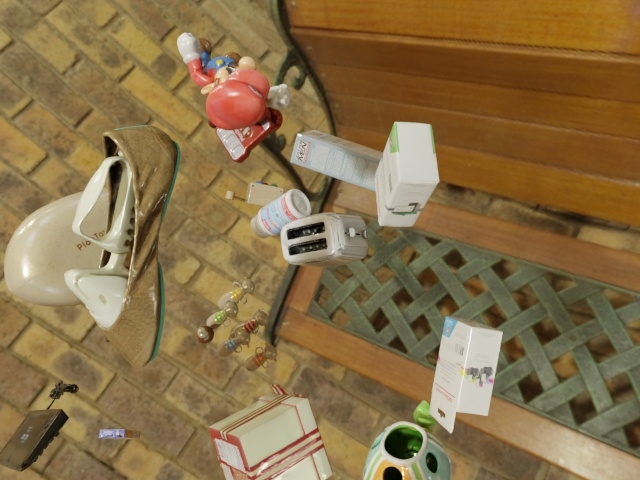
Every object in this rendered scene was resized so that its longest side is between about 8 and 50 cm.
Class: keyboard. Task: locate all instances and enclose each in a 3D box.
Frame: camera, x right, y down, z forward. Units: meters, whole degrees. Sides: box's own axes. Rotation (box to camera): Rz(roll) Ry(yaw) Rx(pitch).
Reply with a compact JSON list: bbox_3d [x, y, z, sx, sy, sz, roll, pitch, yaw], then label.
[{"bbox_3d":[-0.592,0.387,1.086,0.033,0.201,0.317,42,143,-22],"label":"keyboard"}]

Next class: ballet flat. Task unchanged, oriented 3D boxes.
[{"bbox_3d":[-0.275,0.009,0.693,0.116,0.342,0.124,12,-175,40],"label":"ballet flat"}]

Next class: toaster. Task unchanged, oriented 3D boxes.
[{"bbox_3d":[0.000,0.000,1.287,0.227,0.129,0.146,-10,171,29],"label":"toaster"}]

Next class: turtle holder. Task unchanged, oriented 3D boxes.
[{"bbox_3d":[0.260,0.611,1.398,0.243,0.320,0.227,28,134,51],"label":"turtle holder"}]

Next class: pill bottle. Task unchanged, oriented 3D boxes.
[{"bbox_3d":[-0.108,-0.066,1.346,0.160,0.087,0.087,-29,120,34],"label":"pill bottle"}]

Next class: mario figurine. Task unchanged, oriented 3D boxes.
[{"bbox_3d":[-0.183,-0.363,1.091,0.320,0.198,0.170,-124,19,-47],"label":"mario figurine"}]

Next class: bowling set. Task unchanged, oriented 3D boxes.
[{"bbox_3d":[-0.256,0.268,1.534,0.154,0.200,0.287,-35,76,27],"label":"bowling set"}]

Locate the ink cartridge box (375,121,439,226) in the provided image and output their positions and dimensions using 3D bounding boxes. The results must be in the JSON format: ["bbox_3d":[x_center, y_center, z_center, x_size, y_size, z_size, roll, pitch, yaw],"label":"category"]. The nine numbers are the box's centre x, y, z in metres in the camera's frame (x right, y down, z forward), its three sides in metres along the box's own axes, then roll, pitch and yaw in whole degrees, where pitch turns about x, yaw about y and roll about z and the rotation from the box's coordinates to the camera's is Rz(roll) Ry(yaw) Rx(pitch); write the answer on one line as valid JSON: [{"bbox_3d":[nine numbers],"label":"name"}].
[{"bbox_3d":[0.198,-0.149,1.210,0.093,0.160,0.219,1,155,-5],"label":"ink cartridge box"}]

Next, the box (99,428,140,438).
[{"bbox_3d":[-0.639,0.617,1.619,0.081,0.028,0.136,-3,154,5],"label":"box"}]

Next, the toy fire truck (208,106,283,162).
[{"bbox_3d":[-0.316,-0.486,1.978,0.302,0.254,0.169,55,-165,15],"label":"toy fire truck"}]

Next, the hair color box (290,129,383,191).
[{"bbox_3d":[0.104,-0.284,1.825,0.375,0.185,0.113,21,111,11],"label":"hair color box"}]

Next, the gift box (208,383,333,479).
[{"bbox_3d":[-0.143,0.569,1.440,0.276,0.258,0.255,-9,98,56],"label":"gift box"}]

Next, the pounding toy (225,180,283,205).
[{"bbox_3d":[-0.264,-0.189,2.007,0.206,0.094,0.181,10,-177,-14],"label":"pounding toy"}]

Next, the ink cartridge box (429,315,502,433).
[{"bbox_3d":[0.250,0.233,0.888,0.062,0.181,0.104,11,180,-10],"label":"ink cartridge box"}]

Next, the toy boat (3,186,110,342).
[{"bbox_3d":[-0.425,0.073,0.960,0.148,0.267,0.318,-13,108,47],"label":"toy boat"}]
